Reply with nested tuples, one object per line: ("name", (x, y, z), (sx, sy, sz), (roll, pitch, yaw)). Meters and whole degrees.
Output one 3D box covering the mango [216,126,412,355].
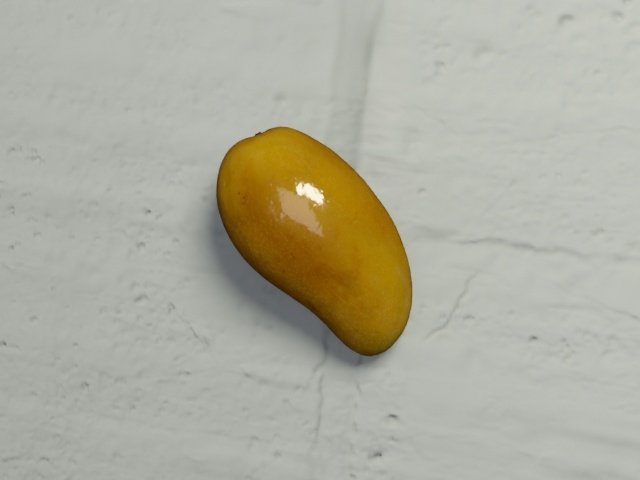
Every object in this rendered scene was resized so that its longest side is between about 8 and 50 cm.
("mango", (0.000, 0.000, 0.882), (0.102, 0.085, 0.184), (-39, 89, 15))
